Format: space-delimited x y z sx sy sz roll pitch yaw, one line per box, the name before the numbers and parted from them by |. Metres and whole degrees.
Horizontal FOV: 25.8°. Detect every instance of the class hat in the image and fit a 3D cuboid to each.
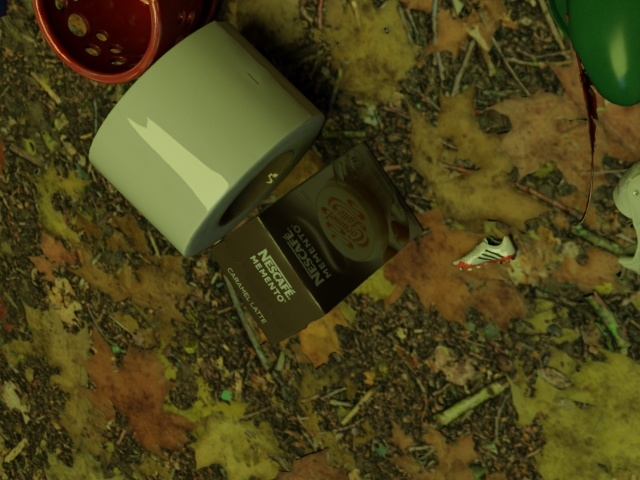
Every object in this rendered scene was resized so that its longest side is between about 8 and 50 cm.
hat | 0.290 -0.159 1.408 0.208 0.183 0.173 43 150 -24

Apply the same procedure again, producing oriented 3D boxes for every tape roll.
tape roll | -0.136 -0.121 1.698 0.169 0.246 0.246 45 130 6

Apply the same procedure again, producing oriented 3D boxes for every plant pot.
plant pot | -0.226 -0.305 1.706 0.191 0.174 0.191 15 121 27

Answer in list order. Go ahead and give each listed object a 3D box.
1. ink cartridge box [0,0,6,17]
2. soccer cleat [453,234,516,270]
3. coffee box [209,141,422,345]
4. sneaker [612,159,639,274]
ink cartridge box | -0.479 -0.377 1.752 0.072 0.303 0.307 19 124 25
soccer cleat | 0.197 0.014 1.693 0.083 0.029 0.035 -11 99 33
coffee box | 0.000 0.000 1.670 0.098 0.246 0.141 -32 95 40
sneaker | 0.385 -0.074 1.465 0.152 0.114 0.305 18 122 23
